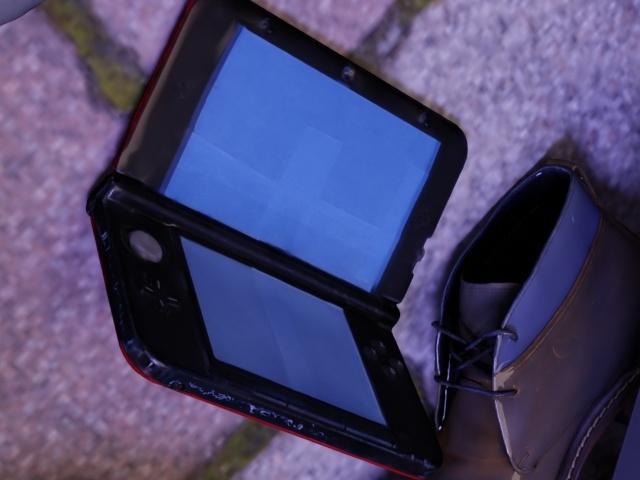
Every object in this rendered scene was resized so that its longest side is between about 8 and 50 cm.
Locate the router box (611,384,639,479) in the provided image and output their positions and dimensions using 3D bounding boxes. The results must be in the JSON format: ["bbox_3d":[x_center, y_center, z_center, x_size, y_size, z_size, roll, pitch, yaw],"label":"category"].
[{"bbox_3d":[0.211,0.095,0.628,0.243,0.081,0.308,-5,112,-54],"label":"router box"}]

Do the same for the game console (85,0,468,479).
[{"bbox_3d":[0.000,0.000,0.511,0.144,0.124,0.085,26,119,-36],"label":"game console"}]

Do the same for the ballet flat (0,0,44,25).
[{"bbox_3d":[-0.051,-0.131,0.438,0.213,0.068,0.072,-39,124,-15],"label":"ballet flat"}]

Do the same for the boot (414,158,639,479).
[{"bbox_3d":[0.061,0.066,0.585,0.219,0.082,0.106,-44,115,-24],"label":"boot"}]
